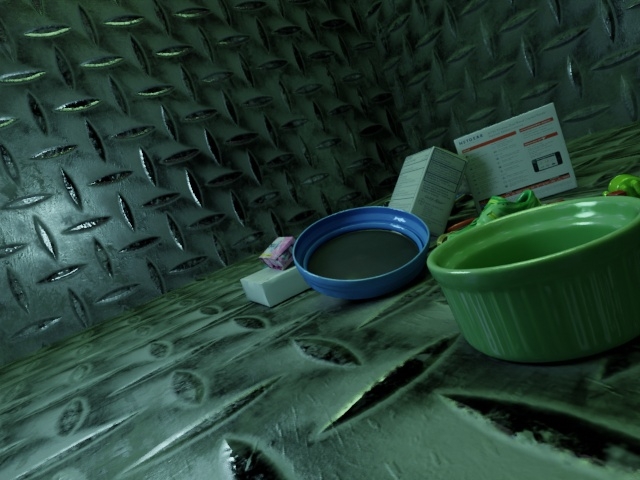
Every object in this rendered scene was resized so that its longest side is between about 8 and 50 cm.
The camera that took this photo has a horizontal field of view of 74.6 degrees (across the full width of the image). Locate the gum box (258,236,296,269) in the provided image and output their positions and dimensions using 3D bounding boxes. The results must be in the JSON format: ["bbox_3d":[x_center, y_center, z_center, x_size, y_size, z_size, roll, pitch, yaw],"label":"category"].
[{"bbox_3d":[-0.143,0.046,1.517,0.107,0.062,0.188,-48,16,-17],"label":"gum box"}]

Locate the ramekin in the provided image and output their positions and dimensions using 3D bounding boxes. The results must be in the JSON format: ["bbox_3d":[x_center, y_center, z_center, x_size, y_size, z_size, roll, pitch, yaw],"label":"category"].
[{"bbox_3d":[0.331,0.054,0.637,0.303,0.148,0.303,-21,7,3],"label":"ramekin"}]

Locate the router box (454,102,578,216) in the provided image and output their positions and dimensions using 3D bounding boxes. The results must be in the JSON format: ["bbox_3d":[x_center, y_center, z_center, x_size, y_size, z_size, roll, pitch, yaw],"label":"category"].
[{"bbox_3d":[0.688,-0.280,1.498,0.335,0.302,0.082,-17,8,23],"label":"router box"}]

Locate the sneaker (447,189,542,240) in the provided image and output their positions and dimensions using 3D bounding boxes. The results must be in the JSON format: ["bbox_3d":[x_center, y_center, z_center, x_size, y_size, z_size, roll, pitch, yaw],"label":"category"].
[{"bbox_3d":[0.468,-0.054,1.154,0.295,0.124,0.109,-23,8,-9],"label":"sneaker"}]

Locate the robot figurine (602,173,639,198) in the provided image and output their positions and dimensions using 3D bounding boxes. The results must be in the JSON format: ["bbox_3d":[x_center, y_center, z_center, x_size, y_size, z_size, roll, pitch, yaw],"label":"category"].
[{"bbox_3d":[0.780,-0.133,1.070,0.101,0.067,0.115,-31,2,24],"label":"robot figurine"}]

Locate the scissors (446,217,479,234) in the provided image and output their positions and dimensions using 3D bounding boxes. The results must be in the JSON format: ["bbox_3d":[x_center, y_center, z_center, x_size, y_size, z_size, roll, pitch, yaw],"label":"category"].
[{"bbox_3d":[0.547,-0.071,1.371,0.296,0.021,0.109,-19,-18,-3],"label":"scissors"}]

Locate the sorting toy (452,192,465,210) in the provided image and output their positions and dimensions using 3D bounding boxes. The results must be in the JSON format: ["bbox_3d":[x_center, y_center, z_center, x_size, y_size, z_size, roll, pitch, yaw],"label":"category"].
[{"bbox_3d":[0.542,-0.137,1.885,0.195,0.047,0.347,-23,2,40],"label":"sorting toy"}]

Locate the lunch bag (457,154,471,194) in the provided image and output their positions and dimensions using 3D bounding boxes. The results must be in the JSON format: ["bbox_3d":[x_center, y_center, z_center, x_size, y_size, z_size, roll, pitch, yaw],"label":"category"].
[{"bbox_3d":[0.724,-0.325,2.093,0.255,0.213,0.305,-20,8,5],"label":"lunch bag"}]

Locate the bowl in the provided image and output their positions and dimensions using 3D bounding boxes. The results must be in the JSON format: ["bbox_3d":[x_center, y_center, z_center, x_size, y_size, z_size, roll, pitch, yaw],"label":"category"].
[{"bbox_3d":[0.117,0.026,1.210,0.390,0.077,0.391,-9,31,6],"label":"bowl"}]

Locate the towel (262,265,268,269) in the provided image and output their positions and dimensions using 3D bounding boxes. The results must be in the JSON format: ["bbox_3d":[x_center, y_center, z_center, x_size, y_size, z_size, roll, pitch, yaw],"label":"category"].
[{"bbox_3d":[-0.053,0.028,1.792,0.370,0.040,0.271,-37,-14,33],"label":"towel"}]

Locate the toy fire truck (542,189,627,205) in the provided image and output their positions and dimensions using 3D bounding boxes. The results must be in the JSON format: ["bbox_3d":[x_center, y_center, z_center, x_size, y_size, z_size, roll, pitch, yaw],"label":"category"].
[{"bbox_3d":[0.683,-0.089,1.102,0.135,0.047,0.192,-20,6,4],"label":"toy fire truck"}]

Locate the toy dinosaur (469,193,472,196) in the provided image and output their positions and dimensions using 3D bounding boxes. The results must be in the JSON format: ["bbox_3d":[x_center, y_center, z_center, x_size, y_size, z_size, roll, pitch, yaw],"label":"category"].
[{"bbox_3d":[0.736,-0.237,1.716,0.321,0.165,0.218,0,10,-36],"label":"toy dinosaur"}]

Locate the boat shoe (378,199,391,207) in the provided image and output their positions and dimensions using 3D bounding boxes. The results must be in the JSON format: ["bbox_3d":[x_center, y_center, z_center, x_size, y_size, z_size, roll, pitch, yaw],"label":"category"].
[{"bbox_3d":[0.335,-0.128,2.093,0.112,0.127,0.340,-11,13,-18],"label":"boat shoe"}]

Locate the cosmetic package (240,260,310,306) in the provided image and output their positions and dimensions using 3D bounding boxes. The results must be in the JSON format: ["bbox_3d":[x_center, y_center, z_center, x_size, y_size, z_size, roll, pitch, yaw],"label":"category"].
[{"bbox_3d":[-0.083,0.117,1.572,0.376,0.098,0.284,-24,6,-23],"label":"cosmetic package"}]

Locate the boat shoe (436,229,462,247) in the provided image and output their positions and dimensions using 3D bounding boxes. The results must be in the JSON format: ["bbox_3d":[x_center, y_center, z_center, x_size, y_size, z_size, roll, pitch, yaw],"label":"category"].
[{"bbox_3d":[0.400,-0.004,1.271,0.135,0.050,0.045,-27,4,-41],"label":"boat shoe"}]

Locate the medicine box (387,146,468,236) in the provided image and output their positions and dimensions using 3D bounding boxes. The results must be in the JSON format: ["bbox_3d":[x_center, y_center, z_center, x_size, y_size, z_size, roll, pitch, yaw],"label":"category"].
[{"bbox_3d":[0.384,-0.176,1.574,0.149,0.290,0.263,20,0,-10],"label":"medicine box"}]
